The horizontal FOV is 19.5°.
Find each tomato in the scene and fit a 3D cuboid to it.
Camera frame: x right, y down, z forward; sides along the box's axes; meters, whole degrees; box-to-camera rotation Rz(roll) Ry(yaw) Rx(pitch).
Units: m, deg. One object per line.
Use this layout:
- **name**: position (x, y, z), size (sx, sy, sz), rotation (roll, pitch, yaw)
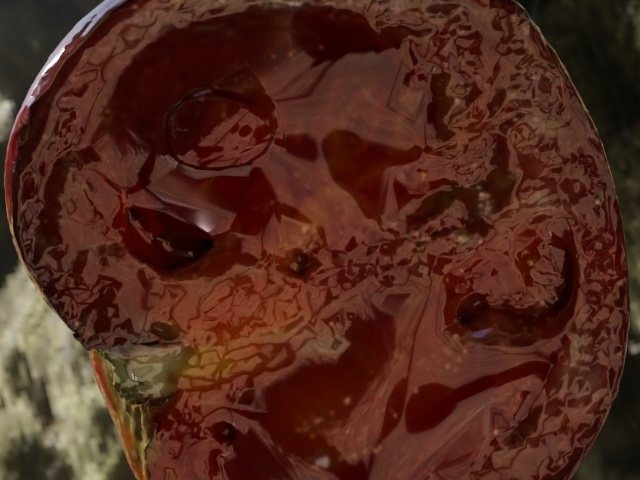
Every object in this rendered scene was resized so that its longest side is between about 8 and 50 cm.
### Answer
- **tomato**: position (0.000, 0.000, 0.688), size (0.200, 0.233, 0.139), rotation (-23, 11, -3)
